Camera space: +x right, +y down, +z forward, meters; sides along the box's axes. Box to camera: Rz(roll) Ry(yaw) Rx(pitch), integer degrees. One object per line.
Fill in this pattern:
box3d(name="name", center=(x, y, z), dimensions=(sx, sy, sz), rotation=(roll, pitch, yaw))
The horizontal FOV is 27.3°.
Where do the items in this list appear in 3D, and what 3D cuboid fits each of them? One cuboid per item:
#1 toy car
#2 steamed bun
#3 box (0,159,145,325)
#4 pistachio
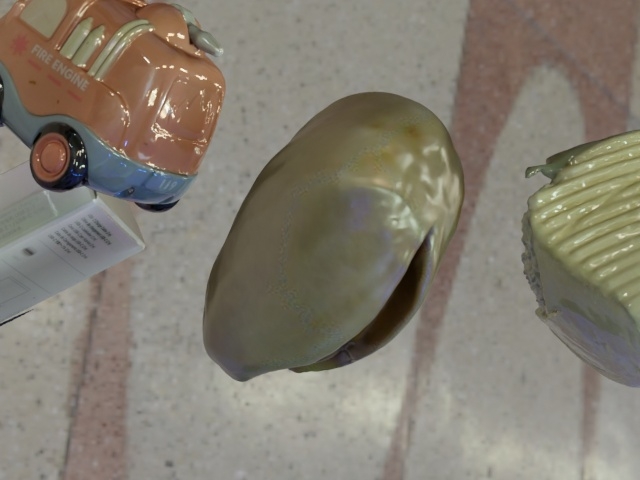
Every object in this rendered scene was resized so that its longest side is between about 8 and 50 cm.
box3d(name="toy car", center=(-0.220, -0.165, 1.343), dimensions=(0.180, 0.270, 0.212), rotation=(12, 111, -59))
box3d(name="steamed bun", center=(0.399, 0.039, 1.544), dimensions=(0.273, 0.290, 0.272), rotation=(60, -1, 38))
box3d(name="box", center=(-0.371, 0.000, 1.660), dimensions=(0.106, 0.251, 0.203), rotation=(64, 2, 21))
box3d(name="pistachio", center=(0.000, 0.000, 1.062), dimensions=(0.166, 0.288, 0.197), rotation=(7, 50, -41))
